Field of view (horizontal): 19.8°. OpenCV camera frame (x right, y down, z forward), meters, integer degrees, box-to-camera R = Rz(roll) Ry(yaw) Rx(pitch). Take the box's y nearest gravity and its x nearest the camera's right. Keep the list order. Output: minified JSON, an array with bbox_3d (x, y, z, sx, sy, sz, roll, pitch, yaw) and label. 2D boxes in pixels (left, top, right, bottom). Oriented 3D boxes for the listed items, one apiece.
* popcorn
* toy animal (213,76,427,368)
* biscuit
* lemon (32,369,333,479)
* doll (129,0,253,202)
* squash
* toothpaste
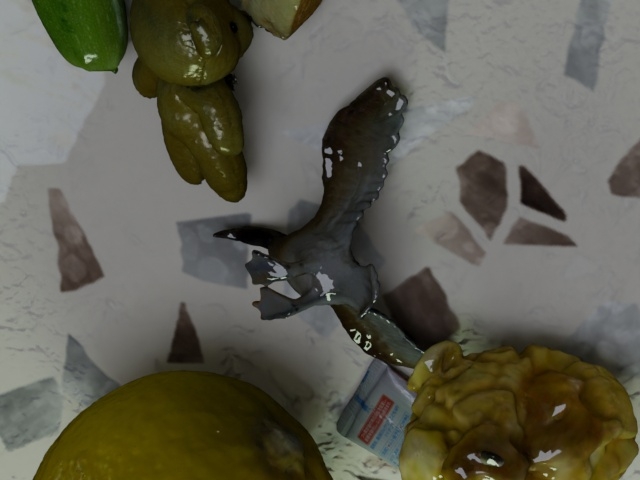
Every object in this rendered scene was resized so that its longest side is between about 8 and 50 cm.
[{"bbox_3d":[0.149,0.161,1.493,0.163,0.194,0.140,36,135,48],"label":"popcorn"},{"bbox_3d":[-0.010,0.005,1.480,0.197,0.160,0.272,4,111,17],"label":"toy animal"},{"bbox_3d":[-0.018,-0.215,1.359,0.056,0.052,0.188,41,154,5],"label":"biscuit"},{"bbox_3d":[-0.118,0.247,1.563,0.293,0.293,0.293,7,119,13],"label":"lemon"},{"bbox_3d":[-0.093,-0.128,1.464,0.137,0.097,0.209,44,153,40],"label":"doll"},{"bbox_3d":[-0.203,-0.265,1.420,0.082,0.082,0.292,3,118,16],"label":"squash"},{"bbox_3d":[0.126,0.197,1.586,0.234,0.057,0.089,32,121,6],"label":"toothpaste"}]
